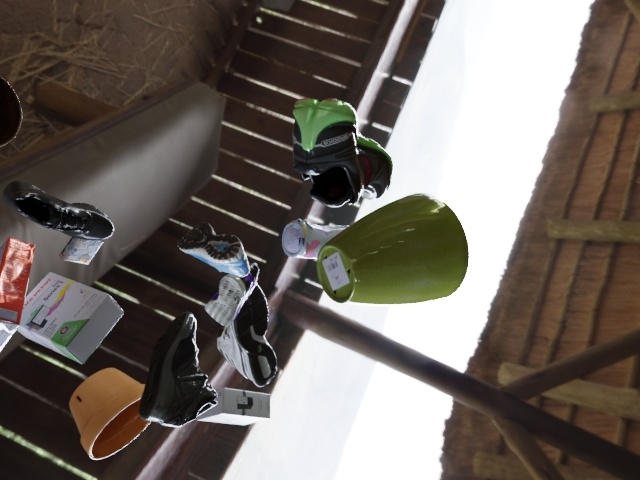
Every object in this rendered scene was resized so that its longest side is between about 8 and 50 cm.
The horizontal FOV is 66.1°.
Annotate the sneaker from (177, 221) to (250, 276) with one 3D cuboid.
[{"bbox_3d":[-0.174,0.023,0.802,0.063,0.162,0.073,-45,132,-21],"label":"sneaker"}]

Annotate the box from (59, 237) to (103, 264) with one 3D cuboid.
[{"bbox_3d":[-0.792,0.028,1.633,0.094,0.027,0.137,-57,170,-5],"label":"box"}]

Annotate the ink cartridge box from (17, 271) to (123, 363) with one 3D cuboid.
[{"bbox_3d":[-0.811,0.240,1.566,0.201,0.277,0.117,-59,152,-32],"label":"ink cartridge box"}]

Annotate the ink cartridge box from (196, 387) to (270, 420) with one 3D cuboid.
[{"bbox_3d":[-0.296,0.569,1.678,0.153,0.208,0.087,-27,-127,36],"label":"ink cartridge box"}]

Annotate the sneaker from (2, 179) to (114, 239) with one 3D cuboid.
[{"bbox_3d":[-0.698,-0.061,1.329,0.286,0.130,0.109,23,94,-39],"label":"sneaker"}]

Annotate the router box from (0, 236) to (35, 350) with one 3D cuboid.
[{"bbox_3d":[-0.979,0.209,1.466,0.335,0.082,0.301,-43,-137,26],"label":"router box"}]

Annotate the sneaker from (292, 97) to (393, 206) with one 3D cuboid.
[{"bbox_3d":[0.044,-0.173,1.196,0.482,0.185,0.203,23,80,-63],"label":"sneaker"}]

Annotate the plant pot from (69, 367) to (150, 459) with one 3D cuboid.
[{"bbox_3d":[-0.758,0.601,1.778,0.291,0.203,0.291,-43,158,-22],"label":"plant pot"}]

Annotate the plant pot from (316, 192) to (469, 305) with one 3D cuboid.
[{"bbox_3d":[0.145,0.044,1.158,0.293,0.275,0.275,-14,136,-34],"label":"plant pot"}]

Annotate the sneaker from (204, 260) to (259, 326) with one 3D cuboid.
[{"bbox_3d":[-0.264,0.162,1.558,0.146,0.102,0.293,-49,180,-42],"label":"sneaker"}]

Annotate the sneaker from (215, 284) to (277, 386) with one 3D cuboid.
[{"bbox_3d":[-0.329,0.335,1.872,0.169,0.257,0.448,-32,122,-44],"label":"sneaker"}]

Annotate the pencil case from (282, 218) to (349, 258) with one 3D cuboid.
[{"bbox_3d":[0.000,0.000,1.635,0.273,0.113,0.124,6,92,-45],"label":"pencil case"}]

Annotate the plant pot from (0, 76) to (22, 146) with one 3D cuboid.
[{"bbox_3d":[-1.003,-0.355,1.363,0.215,0.230,0.216,-1,91,-62],"label":"plant pot"}]

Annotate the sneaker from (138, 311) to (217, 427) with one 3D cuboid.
[{"bbox_3d":[-0.264,0.257,0.967,0.087,0.130,0.228,-30,-140,27],"label":"sneaker"}]
